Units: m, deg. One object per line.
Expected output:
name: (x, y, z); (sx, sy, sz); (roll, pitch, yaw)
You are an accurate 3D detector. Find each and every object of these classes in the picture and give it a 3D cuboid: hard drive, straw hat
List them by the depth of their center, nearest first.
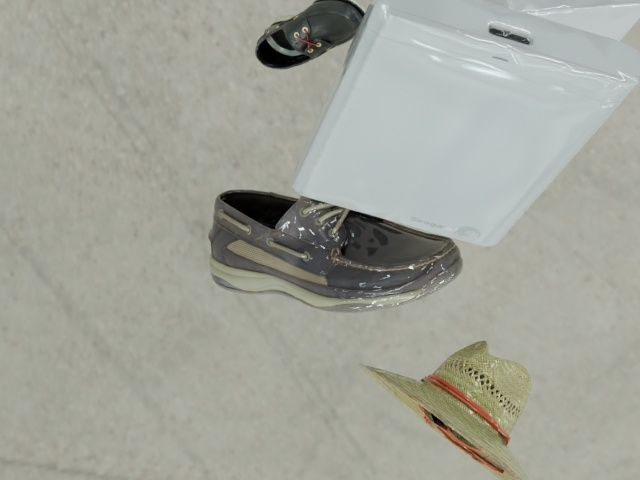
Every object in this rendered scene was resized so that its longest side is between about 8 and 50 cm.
straw hat: (0.096, 0.095, 0.799); (0.061, 0.144, 0.144); (-51, 125, -6)
hard drive: (0.105, -0.094, 1.078); (0.203, 0.040, 0.307); (15, 154, -7)

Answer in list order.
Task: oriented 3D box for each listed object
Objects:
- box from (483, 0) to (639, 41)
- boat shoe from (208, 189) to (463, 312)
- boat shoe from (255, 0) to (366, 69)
box: (0.309, -0.446, 1.875); (0.215, 0.345, 0.168); (-7, 163, -13)
boat shoe: (0.000, 0.000, 1.570); (0.355, 0.132, 0.130); (3, 116, 32)
boat shoe: (-0.008, -0.180, 1.138); (0.049, 0.133, 0.042); (45, 60, -24)
